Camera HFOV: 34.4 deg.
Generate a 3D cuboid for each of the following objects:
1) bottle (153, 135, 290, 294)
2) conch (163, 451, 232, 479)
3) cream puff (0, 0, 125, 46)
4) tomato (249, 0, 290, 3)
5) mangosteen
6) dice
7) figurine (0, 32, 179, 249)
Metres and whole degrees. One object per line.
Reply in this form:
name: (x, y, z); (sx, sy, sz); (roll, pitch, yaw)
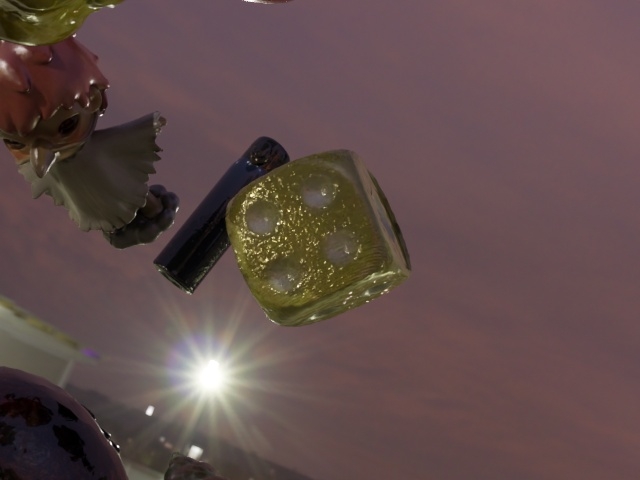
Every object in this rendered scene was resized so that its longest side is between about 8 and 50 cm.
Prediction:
bottle: (-0.135, -0.040, 1.456); (0.072, 0.244, 0.082); (33, -15, 17)
conch: (-0.123, 0.307, 1.141); (0.116, 0.106, 0.173); (12, -4, -6)
cream puff: (-0.292, -0.326, 0.798); (0.378, 0.275, 0.378); (48, -30, 40)
tomato: (-0.053, -0.456, 1.285); (0.290, 0.325, 0.293); (61, 21, 5)
mangosteen: (-0.387, 0.311, 1.223); (0.330, 0.330, 0.330); (21, -15, 6)
dice: (0.000, 0.000, 1.233); (0.169, 0.166, 0.169); (-24, -14, 12)
figurine: (-0.303, -0.138, 1.179); (0.207, 0.166, 0.387); (-11, -41, 24)
